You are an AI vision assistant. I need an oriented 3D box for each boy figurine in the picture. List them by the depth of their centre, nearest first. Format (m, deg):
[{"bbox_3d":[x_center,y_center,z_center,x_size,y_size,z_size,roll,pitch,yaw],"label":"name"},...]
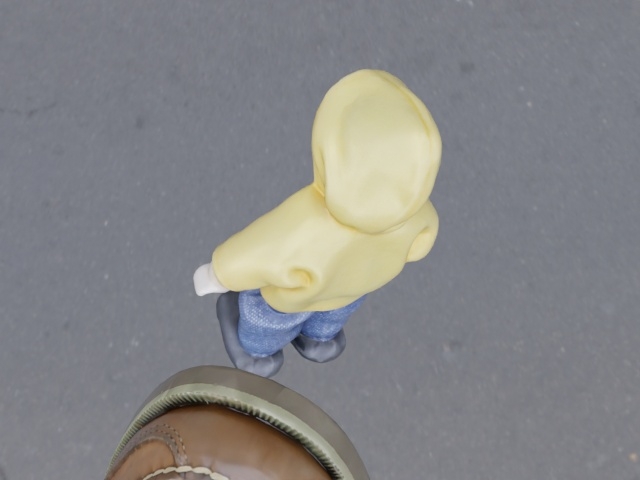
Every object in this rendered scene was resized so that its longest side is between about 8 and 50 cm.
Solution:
[{"bbox_3d":[0.000,0.000,0.740,0.177,0.092,0.285,-13,152,-24],"label":"boy figurine"}]

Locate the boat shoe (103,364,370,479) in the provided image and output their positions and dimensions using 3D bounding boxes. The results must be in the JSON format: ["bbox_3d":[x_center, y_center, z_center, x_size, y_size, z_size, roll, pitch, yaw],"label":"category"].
[{"bbox_3d":[-0.060,0.177,0.422,0.110,0.104,0.307,24,133,7],"label":"boat shoe"}]
